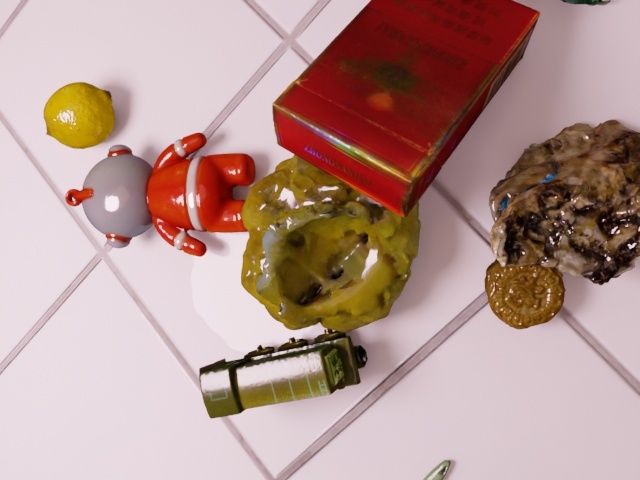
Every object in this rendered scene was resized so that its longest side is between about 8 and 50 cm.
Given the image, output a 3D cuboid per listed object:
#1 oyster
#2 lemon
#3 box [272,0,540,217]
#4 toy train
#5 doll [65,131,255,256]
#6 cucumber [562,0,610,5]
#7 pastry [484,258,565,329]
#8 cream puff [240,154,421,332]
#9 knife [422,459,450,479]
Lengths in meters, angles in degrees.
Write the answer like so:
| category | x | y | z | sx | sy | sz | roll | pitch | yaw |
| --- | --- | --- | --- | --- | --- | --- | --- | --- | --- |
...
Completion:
| category | x | y | z | sx | sy | sz | roll | pitch | yaw |
| --- | --- | --- | --- | --- | --- | --- | --- | --- | --- |
| oyster | 0.322 | -0.060 | 0.632 | 0.214 | 0.083 | 0.223 | 6 | 71 | 11 |
| lemon | -0.415 | -0.217 | 0.884 | 0.133 | 0.109 | 0.109 | -31 | 79 | 6 |
| box | 0.110 | -0.205 | 0.650 | 0.197 | 0.089 | 0.313 | 33 | 69 | 16 |
| toy train | -0.049 | 0.190 | 0.730 | 0.225 | 0.137 | 0.090 | -17 | 83 | 18 |
| doll | -0.270 | -0.071 | 0.839 | 0.336 | 0.105 | 0.200 | -2 | 90 | 11 |
| cucumber | 0.314 | -0.351 | 0.682 | 0.155 | 0.037 | 0.037 | 41 | 101 | 16 |
| pastry | 0.268 | 0.061 | 0.673 | 0.097 | 0.057 | 0.109 | 10 | 93 | 13 |
| cream puff | 0.002 | 0.000 | 0.698 | 0.281 | 0.185 | 0.282 | -2 | 85 | 19 |
| knife | 0.126 | 0.394 | 0.730 | 0.030 | 0.014 | 0.207 | 38 | 101 | 16 |
